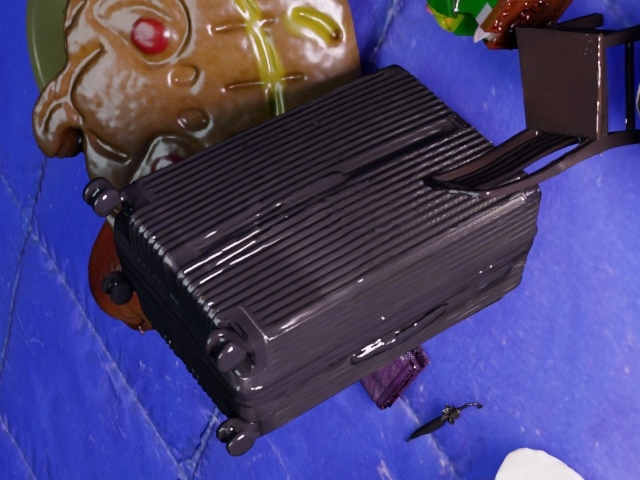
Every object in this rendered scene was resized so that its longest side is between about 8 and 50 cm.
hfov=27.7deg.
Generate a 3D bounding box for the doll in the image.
[{"bbox_3d":[0.126,-0.237,1.065,0.186,0.106,0.134,33,123,44],"label":"doll"}]

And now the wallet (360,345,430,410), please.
[{"bbox_3d":[0.044,0.091,1.379,0.166,0.030,0.111,58,142,20],"label":"wallet"}]

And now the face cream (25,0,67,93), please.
[{"bbox_3d":[-0.205,-0.225,1.465,0.218,0.179,0.218,26,124,47],"label":"face cream"}]

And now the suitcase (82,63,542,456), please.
[{"bbox_3d":[0.000,0.000,1.131,0.229,0.335,0.152,47,152,33],"label":"suitcase"}]

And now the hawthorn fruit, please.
[{"bbox_3d":[-0.170,0.005,1.536,0.197,0.197,0.225,-13,62,55],"label":"hawthorn fruit"}]

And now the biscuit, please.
[{"bbox_3d":[-0.126,-0.136,1.303,0.070,0.351,0.394,-71,-31,-69],"label":"biscuit"}]

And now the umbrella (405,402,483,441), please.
[{"bbox_3d":[0.118,0.185,1.323,0.149,0.022,0.022,-39,45,53],"label":"umbrella"}]

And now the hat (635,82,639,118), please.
[{"bbox_3d":[0.315,-0.026,0.866,0.219,0.164,0.225,127,141,-51],"label":"hat"}]

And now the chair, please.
[{"bbox_3d":[0.166,-0.105,0.969,0.084,0.213,0.101,16,117,51],"label":"chair"}]

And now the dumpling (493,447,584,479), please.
[{"bbox_3d":[0.203,0.321,1.197,0.179,0.131,0.252,20,99,28],"label":"dumpling"}]
